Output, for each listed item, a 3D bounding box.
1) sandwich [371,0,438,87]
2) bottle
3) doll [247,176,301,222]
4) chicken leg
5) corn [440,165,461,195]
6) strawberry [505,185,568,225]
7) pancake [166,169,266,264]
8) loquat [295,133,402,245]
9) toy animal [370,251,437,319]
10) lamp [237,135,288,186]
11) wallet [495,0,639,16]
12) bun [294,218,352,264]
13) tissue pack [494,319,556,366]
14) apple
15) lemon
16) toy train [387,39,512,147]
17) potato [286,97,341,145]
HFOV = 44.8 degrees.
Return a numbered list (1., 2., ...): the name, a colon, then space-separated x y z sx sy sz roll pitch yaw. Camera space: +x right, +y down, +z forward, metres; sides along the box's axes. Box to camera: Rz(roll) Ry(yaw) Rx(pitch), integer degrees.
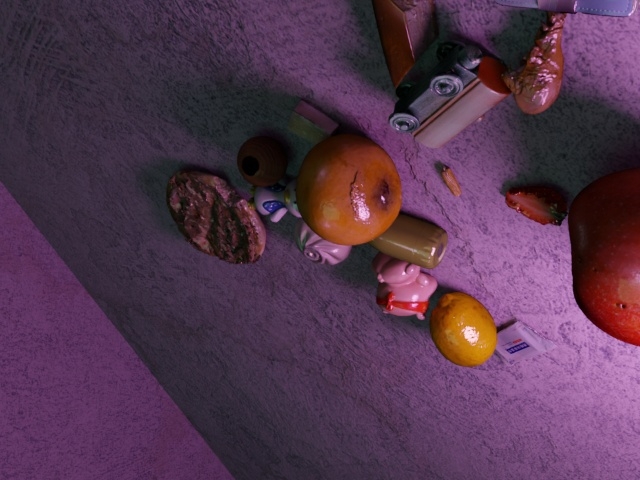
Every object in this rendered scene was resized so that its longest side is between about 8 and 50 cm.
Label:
1. sandwich: 0.166 -0.425 1.535 0.096 0.094 0.258 17 142 35
2. bottle: 0.187 -0.015 1.972 0.260 0.112 0.112 20 142 24
3. doll: -0.089 -0.117 2.103 0.293 0.138 0.119 4 174 43
4. chicken leg: 0.405 -0.336 1.442 0.101 0.085 0.208 31 138 30
5. corn: 0.301 -0.138 1.802 0.028 0.027 0.083 16 145 55
6. strawberry: 0.475 -0.083 1.696 0.152 0.048 0.104 30 154 36
7. pancake: -0.326 -0.070 2.409 0.382 0.071 0.382 24 142 20
8. loquat: 0.065 -0.120 1.835 0.263 0.263 0.263 24 143 19
9. toy animal: 0.219 0.118 2.070 0.171 0.171 0.198 9 128 36
10. lamp: -0.152 -0.208 2.041 0.136 0.136 0.136 24 143 19
11. wallet: 0.409 -0.465 1.285 0.250 0.075 0.176 17 137 29
12. bun: 0.000 0.000 2.155 0.172 0.120 0.173 22 141 20
13. tissue pack: 0.523 0.275 2.079 0.122 0.026 0.193 41 146 -5
14. apple: 0.611 0.035 1.453 0.276 0.349 0.349 -1 132 19
15. lemon: 0.373 0.235 2.042 0.207 0.170 0.170 49 144 -17
16. toy train: 0.263 -0.289 1.592 0.177 0.116 0.285 24 149 -18
17. potato: -0.017 -0.282 1.896 0.122 0.061 0.086 33 143 6
